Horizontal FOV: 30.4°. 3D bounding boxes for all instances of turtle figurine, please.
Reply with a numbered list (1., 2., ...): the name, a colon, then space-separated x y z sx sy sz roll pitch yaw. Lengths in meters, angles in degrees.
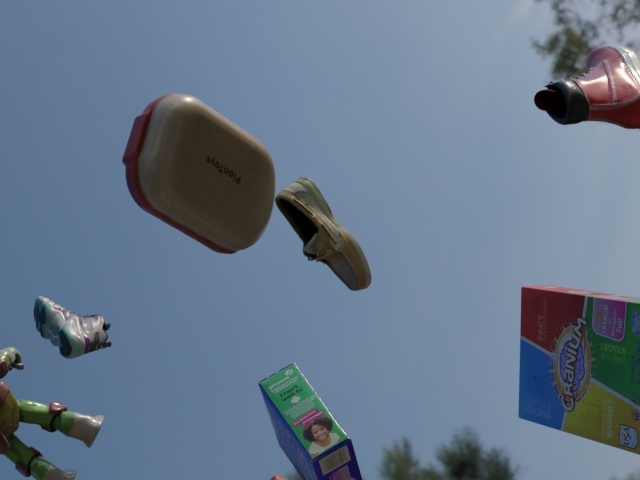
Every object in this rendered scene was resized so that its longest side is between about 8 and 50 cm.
1. turtle figurine: -0.480 0.275 1.783 0.275 0.266 0.198 -56 9 43

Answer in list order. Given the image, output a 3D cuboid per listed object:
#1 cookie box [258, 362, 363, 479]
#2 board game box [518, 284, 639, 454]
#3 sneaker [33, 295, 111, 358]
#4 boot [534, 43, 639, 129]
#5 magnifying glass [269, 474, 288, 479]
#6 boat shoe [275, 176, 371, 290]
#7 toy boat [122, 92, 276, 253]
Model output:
1. cookie box: -0.007 0.175 1.021 0.040 0.107 0.092 -27 -48 -14
2. board game box: 0.453 0.207 1.966 0.064 0.316 0.242 -1 -87 -27
3. sneaker: -0.251 0.088 1.220 0.069 0.098 0.038 -5 -55 -39
4. boot: 0.410 -0.246 1.839 0.176 0.244 0.088 1 -62 -5
5. magnifying glass: 0.047 0.304 1.253 0.092 0.231 0.026 -55 17 32
6. boat shoe: 0.000 0.000 1.218 0.045 0.135 0.050 -30 -10 -35
7. toy boat: -0.165 -0.074 1.440 0.231 0.151 0.151 33 -117 -44
